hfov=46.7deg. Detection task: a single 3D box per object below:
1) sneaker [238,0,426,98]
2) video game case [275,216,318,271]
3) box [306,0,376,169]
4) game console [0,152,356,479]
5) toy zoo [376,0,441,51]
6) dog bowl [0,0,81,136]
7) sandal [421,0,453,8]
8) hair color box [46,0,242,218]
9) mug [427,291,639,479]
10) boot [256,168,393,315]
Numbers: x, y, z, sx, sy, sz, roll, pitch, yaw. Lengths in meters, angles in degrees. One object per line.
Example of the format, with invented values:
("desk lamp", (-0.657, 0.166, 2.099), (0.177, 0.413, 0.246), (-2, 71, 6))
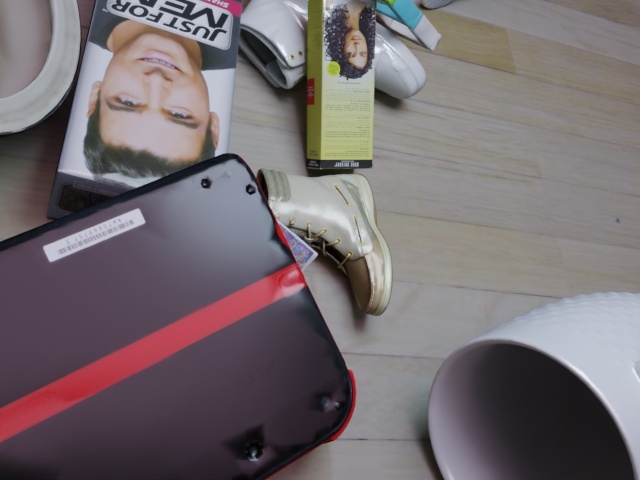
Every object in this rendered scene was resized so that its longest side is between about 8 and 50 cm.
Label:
("sneaker", (0.008, -0.267, 1.109), (0.292, 0.108, 0.169), (34, 66, -8))
("video game case", (-0.076, 0.009, 0.925), (0.122, 0.087, 0.011), (41, 14, -2))
("box", (0.027, -0.216, 1.034), (0.087, 0.058, 0.232), (-4, 100, -24))
("game console", (-0.174, 0.123, 0.766), (0.386, 0.060, 0.342), (-26, 87, -26))
("toy zoo", (0.069, -0.367, 1.110), (0.192, 0.030, 0.293), (35, 9, 26))
("dog bowl", (-0.442, -0.275, 0.743), (0.408, 0.150, 0.408), (44, 37, -47))
("sandal", (0.273, -0.499, 1.355), (0.265, 0.102, 0.076), (-26, 81, -33))
("hair color box", (-0.211, -0.193, 0.940), (0.185, 0.113, 0.375), (13, 60, -21))
("mug", (0.363, 0.176, 0.877), (0.328, 0.374, 0.276), (-16, 68, -39))
("boot", (0.000, 0.000, 0.968), (0.165, 0.077, 0.213), (3, 58, -26))
